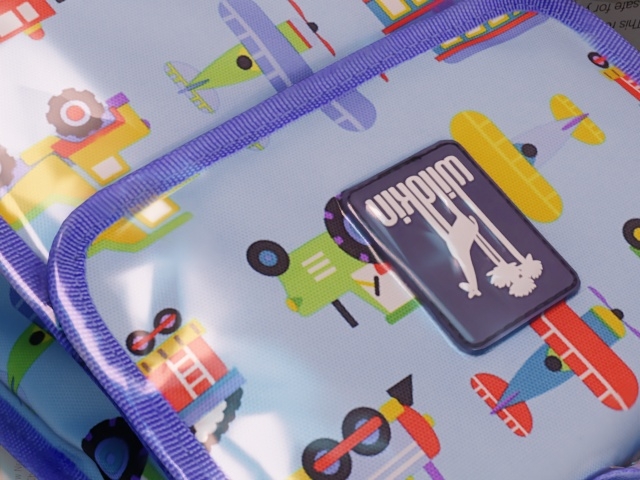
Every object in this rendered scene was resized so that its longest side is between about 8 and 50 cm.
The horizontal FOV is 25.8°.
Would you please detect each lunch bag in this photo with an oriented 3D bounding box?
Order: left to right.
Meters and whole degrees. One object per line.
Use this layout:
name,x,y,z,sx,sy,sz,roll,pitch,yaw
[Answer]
lunch bag,0.000,0.000,0.450,0.221,0.138,0.293,-31,57,-33

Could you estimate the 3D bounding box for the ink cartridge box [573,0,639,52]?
ink cartridge box,0.081,-0.152,0.619,0.172,0.237,0.100,-6,38,-2

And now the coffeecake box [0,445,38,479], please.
coffeecake box,-0.046,0.076,0.491,0.186,0.068,0.142,-5,39,-2
